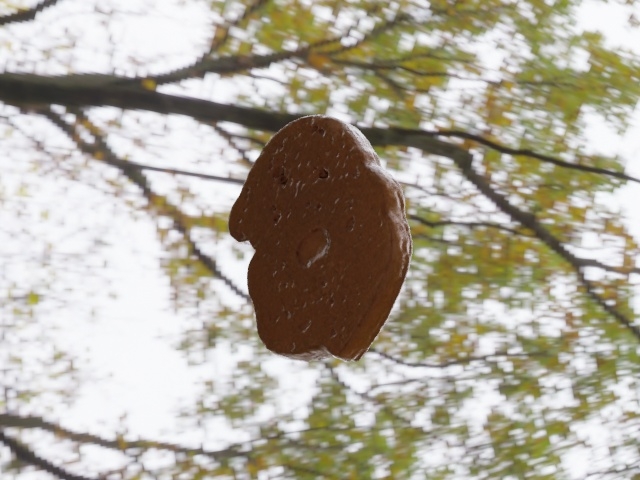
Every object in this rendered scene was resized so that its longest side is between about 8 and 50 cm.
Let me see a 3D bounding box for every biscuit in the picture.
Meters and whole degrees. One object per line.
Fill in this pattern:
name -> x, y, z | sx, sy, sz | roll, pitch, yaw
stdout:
biscuit -> 0.000, 0.000, 0.837 | 0.102, 0.019, 0.130 | -49, -135, 27
